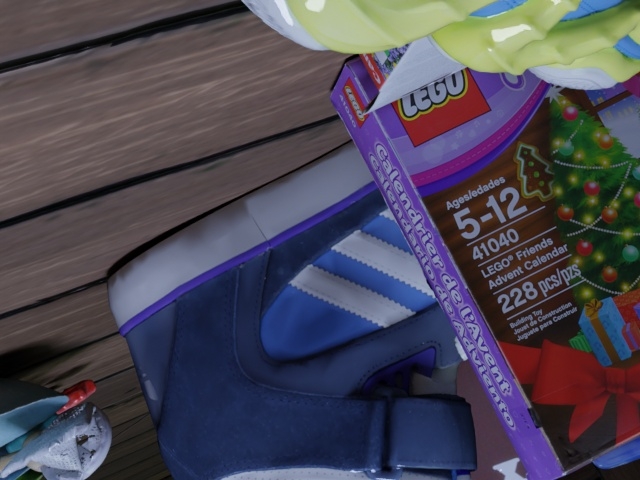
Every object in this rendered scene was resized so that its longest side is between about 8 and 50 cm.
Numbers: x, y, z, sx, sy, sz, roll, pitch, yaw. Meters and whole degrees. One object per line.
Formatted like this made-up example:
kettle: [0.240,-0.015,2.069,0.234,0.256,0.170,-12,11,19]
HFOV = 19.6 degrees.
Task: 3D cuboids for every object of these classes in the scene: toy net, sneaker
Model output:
toy net: [-0.181,0.140,1.255,0.122,0.045,0.232,-34,-172,-27]
sneaker: [0.081,-0.103,0.504,0.126,0.091,0.240,-33,170,36]
sneaker: [0.066,0.059,1.010,0.323,0.236,0.130,-26,173,-5]

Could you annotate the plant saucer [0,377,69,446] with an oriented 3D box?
plant saucer: [-0.248,0.124,1.129,0.195,0.037,0.195,-26,173,-3]

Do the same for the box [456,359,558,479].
box: [0.047,0.092,1.205,0.168,0.167,0.203,-20,-171,8]

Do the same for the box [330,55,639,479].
box: [0.179,-0.044,0.836,0.293,0.201,0.057,-26,171,-13]

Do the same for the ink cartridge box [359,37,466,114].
ink cartridge box: [0.047,-0.088,0.736,0.063,0.029,0.115,-26,174,-14]

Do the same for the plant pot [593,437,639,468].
plant pot: [0.266,-0.009,1.321,0.212,0.236,0.236,-29,175,-39]
